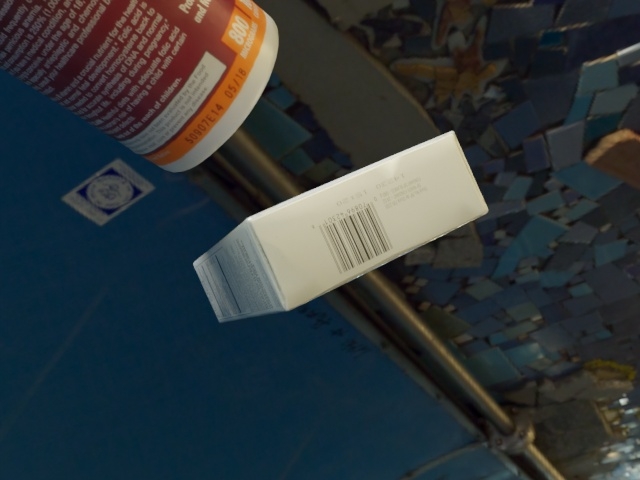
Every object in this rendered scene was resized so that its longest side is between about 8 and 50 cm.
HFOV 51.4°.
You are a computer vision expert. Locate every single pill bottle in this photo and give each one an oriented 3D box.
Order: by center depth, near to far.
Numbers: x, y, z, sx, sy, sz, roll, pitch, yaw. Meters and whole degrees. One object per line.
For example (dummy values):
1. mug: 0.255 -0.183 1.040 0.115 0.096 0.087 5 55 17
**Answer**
1. pill bottle: -0.255 -0.261 0.693 0.392 0.224 0.224 33 -144 -33

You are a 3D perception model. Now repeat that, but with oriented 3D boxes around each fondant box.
1. fondant box: 0.000 0.000 0.769 0.096 0.238 0.330 66 159 -1
